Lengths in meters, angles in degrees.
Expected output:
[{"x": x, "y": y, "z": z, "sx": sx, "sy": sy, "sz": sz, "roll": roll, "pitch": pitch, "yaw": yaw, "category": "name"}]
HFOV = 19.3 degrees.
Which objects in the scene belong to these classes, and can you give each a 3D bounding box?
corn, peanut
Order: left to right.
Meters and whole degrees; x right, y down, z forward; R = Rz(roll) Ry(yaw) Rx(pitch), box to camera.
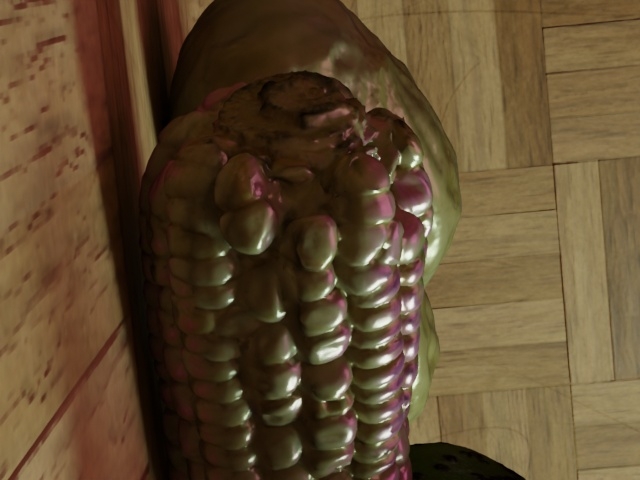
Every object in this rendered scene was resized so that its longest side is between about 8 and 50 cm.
[{"x": -0.016, "y": 0.086, "z": 0.842, "sx": 0.126, "sy": 0.126, "sz": 0.335, "roll": -90, "pitch": -179, "yaw": -61, "category": "corn"}, {"x": 0.000, "y": 0.000, "z": 1.014, "sx": 0.152, "sy": 0.152, "sz": 0.313, "roll": -92, "pitch": 178, "yaw": -48, "category": "peanut"}]

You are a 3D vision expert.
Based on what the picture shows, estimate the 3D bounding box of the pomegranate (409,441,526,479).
[{"x": 0.097, "y": 0.271, "z": 1.377, "sx": 0.254, "sy": 0.270, "sz": 0.254, "roll": 33, "pitch": -52, "yaw": 55, "category": "pomegranate"}]
